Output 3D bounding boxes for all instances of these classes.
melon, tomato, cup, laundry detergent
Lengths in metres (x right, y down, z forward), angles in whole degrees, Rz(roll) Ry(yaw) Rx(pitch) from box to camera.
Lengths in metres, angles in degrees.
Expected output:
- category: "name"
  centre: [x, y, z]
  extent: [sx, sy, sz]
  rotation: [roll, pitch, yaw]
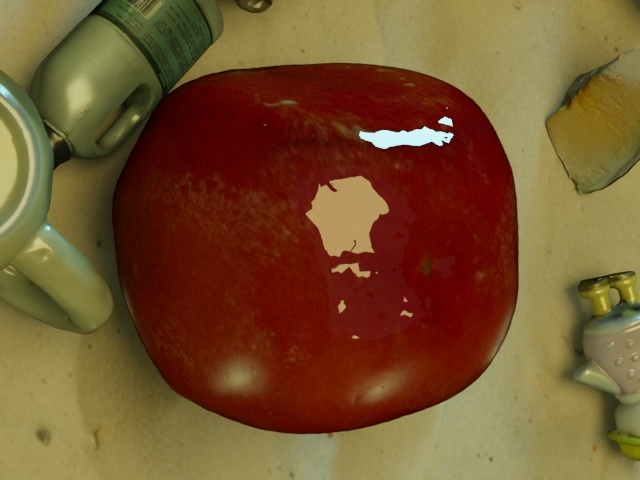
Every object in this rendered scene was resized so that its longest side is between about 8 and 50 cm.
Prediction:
- category: "melon"
  centre: [0.306, -0.149, 1.530]
  extent: [0.093, 0.202, 0.139]
  rotation: [38, 34, -1]
- category: "tomato"
  centre: [0.000, 0.000, 1.249]
  extent: [0.325, 0.290, 0.293]
  rotation: [-1, 94, -30]
- category: "cup"
  centre: [-0.282, -0.011, 1.147]
  extent: [0.173, 0.202, 0.255]
  rotation: [-32, 102, -26]
- category: "laundry detergent"
  centre: [-0.176, -0.134, 1.278]
  extent: [0.225, 0.070, 0.099]
  rotation: [-53, 134, -25]

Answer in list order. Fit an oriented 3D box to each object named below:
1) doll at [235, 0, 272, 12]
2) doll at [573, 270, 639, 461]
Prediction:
- category: "doll"
  centre: [-0.078, -0.301, 1.240]
  extent: [0.330, 0.235, 0.174]
  rotation: [37, 73, -54]
- category: "doll"
  centre: [0.309, 0.132, 1.523]
  extent: [0.129, 0.081, 0.207]
  rotation: [-17, 97, -20]
